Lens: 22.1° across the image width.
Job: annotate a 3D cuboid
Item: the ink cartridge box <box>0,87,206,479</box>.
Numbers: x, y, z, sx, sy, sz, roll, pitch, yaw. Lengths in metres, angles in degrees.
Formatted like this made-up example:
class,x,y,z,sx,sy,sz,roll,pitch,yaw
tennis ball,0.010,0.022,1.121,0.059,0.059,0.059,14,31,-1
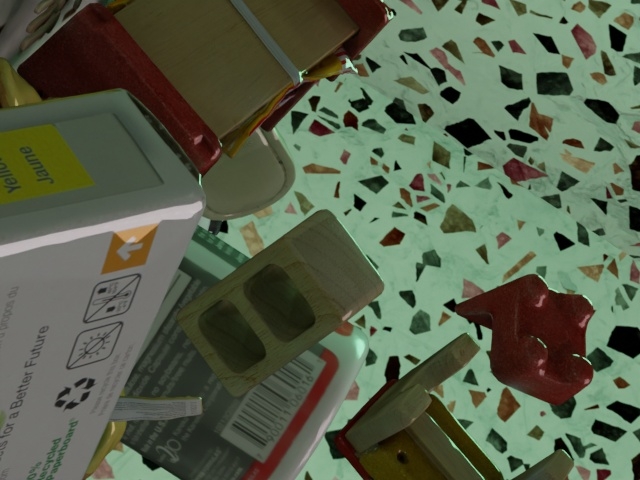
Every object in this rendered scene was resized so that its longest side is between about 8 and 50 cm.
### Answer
class,x,y,z,sx,sy,sz,roll,pitch,yaw
ink cartridge box,-0.214,0.101,0.527,0.307,0.072,0.304,-12,143,-40

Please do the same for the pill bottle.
class,x,y,z,sx,sy,sz,roll,pitch,yaw
pill bottle,-0.123,0.061,1.170,0.161,0.283,0.161,-57,-178,3

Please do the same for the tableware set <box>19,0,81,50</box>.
class,x,y,z,sx,sy,sz,roll,pitch,yaw
tableware set,-0.122,-0.170,0.876,0.104,0.024,0.154,-60,178,35

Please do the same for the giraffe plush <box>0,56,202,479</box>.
class,x,y,z,sx,sy,sz,roll,pitch,yaw
giraffe plush,-0.164,0.007,0.814,0.181,0.210,0.170,120,-27,-49

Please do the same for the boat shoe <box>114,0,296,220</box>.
class,x,y,z,sx,sy,sz,roll,pitch,yaw
boat shoe,-0.091,-0.141,1.226,0.127,0.113,0.340,-23,152,1

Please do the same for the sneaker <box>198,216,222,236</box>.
class,x,y,z,sx,sy,sz,roll,pitch,yaw
sneaker,-0.215,0.056,1.515,0.366,0.137,0.210,-52,-173,40

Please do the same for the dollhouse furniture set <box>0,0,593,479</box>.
class,x,y,z,sx,sy,sz,roll,pitch,yaw
dollhouse furniture set,0.000,0.000,0.965,0.201,0.374,0.152,-41,-177,-43
